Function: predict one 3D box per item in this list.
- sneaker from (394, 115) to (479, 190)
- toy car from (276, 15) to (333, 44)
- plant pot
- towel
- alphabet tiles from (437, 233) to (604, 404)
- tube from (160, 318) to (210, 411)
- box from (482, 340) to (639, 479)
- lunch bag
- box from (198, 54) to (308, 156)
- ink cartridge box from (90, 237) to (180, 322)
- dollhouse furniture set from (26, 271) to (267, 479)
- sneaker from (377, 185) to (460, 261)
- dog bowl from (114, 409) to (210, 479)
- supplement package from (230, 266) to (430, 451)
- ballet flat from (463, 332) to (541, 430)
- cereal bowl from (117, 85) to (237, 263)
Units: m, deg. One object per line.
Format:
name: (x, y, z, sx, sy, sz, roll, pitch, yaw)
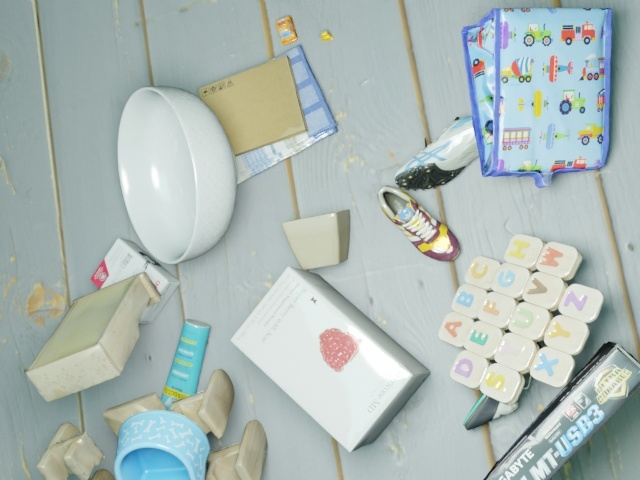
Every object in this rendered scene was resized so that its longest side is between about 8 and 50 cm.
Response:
sneaker: (0.239, -0.171, 1.500, 0.237, 0.085, 0.086, -31, 52, 13)
toy car: (-0.037, -0.430, 1.639, 0.122, 0.040, 0.060, -1, 83, 19)
plant pot: (0.000, 0.000, 1.543, 0.109, 0.109, 0.096, -10, 92, 17)
towel: (-0.123, -0.242, 1.648, 0.285, 0.034, 0.209, -27, 76, 13)
alphabet tiles: (0.327, 0.128, 1.376, 0.278, 0.021, 0.284, 20, 82, 51)
tube: (-0.271, 0.263, 1.630, 0.080, 0.052, 0.207, 17, 95, 25)
box: (0.381, 0.286, 1.275, 0.073, 0.293, 0.295, 43, 98, 19)
lunch bag: (0.380, -0.238, 1.398, 0.221, 0.138, 0.293, -4, 90, -15)
box: (-0.137, -0.261, 1.626, 0.201, 0.021, 0.164, -18, 77, 15)
ink cartridge box: (-0.380, 0.084, 1.676, 0.150, 0.063, 0.109, 38, 95, 18)
dollhouse furniture set: (-0.342, 0.305, 1.554, 0.362, 0.256, 0.394, -21, 113, 16)
sneaker: (0.175, -0.030, 1.495, 0.185, 0.084, 0.069, 41, 96, 19)
dog bowl: (-0.266, 0.437, 1.429, 0.166, 0.074, 0.297, -6, 117, 8)
supplement package: (0.022, 0.209, 1.467, 0.293, 0.175, 0.177, 40, 95, 18)
ballet flat: (0.323, 0.253, 1.419, 0.074, 0.074, 0.203, 29, 90, 19)
cereal bowl: (-0.262, -0.131, 1.581, 0.339, 0.141, 0.339, 19, 114, 49)
